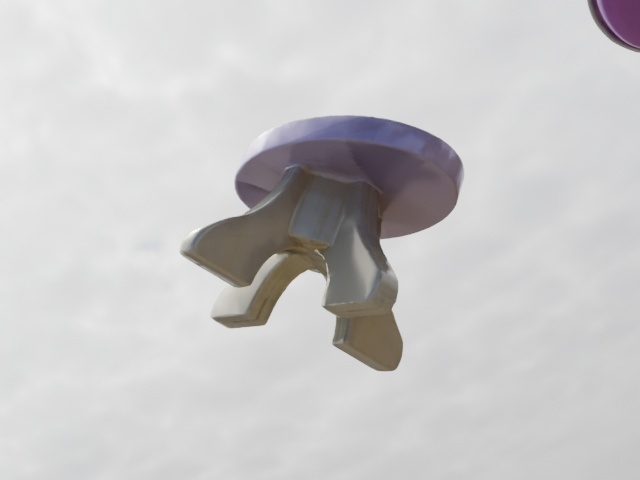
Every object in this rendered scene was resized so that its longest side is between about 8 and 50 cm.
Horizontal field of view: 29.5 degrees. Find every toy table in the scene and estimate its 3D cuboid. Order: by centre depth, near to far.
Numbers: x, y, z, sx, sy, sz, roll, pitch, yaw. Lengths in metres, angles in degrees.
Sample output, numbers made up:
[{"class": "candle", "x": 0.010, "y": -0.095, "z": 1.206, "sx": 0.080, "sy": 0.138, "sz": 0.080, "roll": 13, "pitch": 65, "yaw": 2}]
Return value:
[{"class": "toy table", "x": 0.000, "y": 0.000, "z": 1.139, "sx": 0.252, "sy": 0.161, "sz": 0.274, "roll": 27, "pitch": -23, "yaw": -19}]

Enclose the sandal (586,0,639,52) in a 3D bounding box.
[{"class": "sandal", "x": 0.349, "y": -0.215, "z": 0.865, "sx": 0.169, "sy": 0.102, "sz": 0.416, "roll": 45, "pitch": -34, "yaw": -22}]
